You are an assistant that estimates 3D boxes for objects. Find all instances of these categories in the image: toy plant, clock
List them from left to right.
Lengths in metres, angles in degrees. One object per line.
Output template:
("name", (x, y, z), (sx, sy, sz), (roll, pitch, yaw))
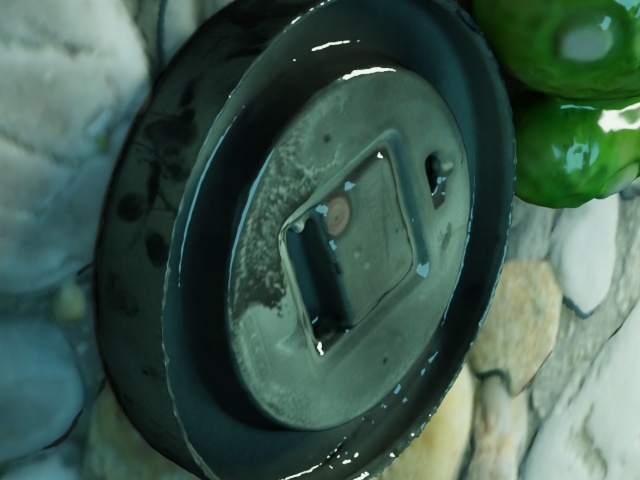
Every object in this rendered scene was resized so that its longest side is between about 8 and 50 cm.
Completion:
("clock", (0.000, 0.000, 0.715), (0.215, 0.042, 0.215), (-23, 121, -44))
("toy plant", (0.200, -0.148, 0.811), (0.316, 0.184, 0.224), (-32, 147, -27))
